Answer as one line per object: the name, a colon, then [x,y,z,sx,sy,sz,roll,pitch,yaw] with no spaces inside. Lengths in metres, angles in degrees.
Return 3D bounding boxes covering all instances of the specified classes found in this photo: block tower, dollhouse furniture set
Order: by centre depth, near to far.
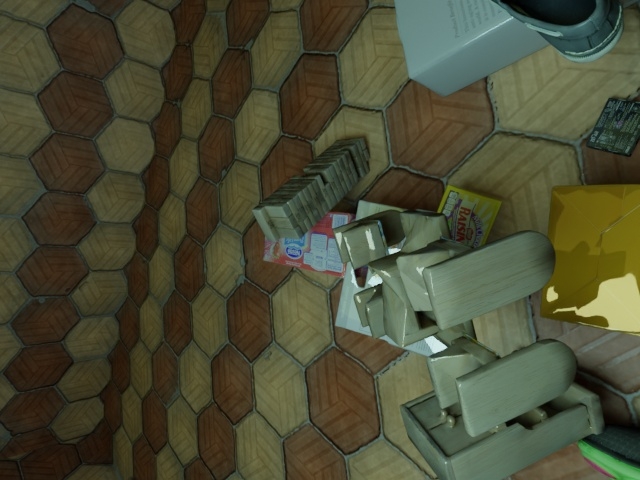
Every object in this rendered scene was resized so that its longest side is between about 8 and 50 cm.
dollhouse furniture set: [0.233,0.134,0.619,0.362,0.256,0.394,-152,44,-75]
block tower: [-0.006,-0.127,0.955,0.097,0.335,0.091,7,131,44]

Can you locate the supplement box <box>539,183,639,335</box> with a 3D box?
supplement box: [0.431,0.025,0.598,0.129,0.194,0.191,6,92,43]

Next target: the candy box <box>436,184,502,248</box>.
candy box: [0.261,0.005,0.780,0.105,0.027,0.206,21,101,19]

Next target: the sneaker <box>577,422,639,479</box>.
sneaker: [0.582,0.252,0.488,0.483,0.185,0.202,-30,30,47]

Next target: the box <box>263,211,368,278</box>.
box: [0.000,0.000,1.045,0.300,0.142,0.154,7,93,44]

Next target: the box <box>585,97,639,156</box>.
box: [0.497,-0.188,0.668,0.067,0.018,0.083,31,109,40]

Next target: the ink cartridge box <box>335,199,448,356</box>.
ink cartridge box: [0.186,0.078,0.867,0.261,0.066,0.296,14,97,25]

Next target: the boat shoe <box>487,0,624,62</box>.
boat shoe: [0.304,-0.392,0.588,0.116,0.099,0.319,-46,62,35]

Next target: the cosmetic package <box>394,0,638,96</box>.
cosmetic package: [0.366,-0.473,0.708,0.453,0.161,0.230,-16,79,42]
